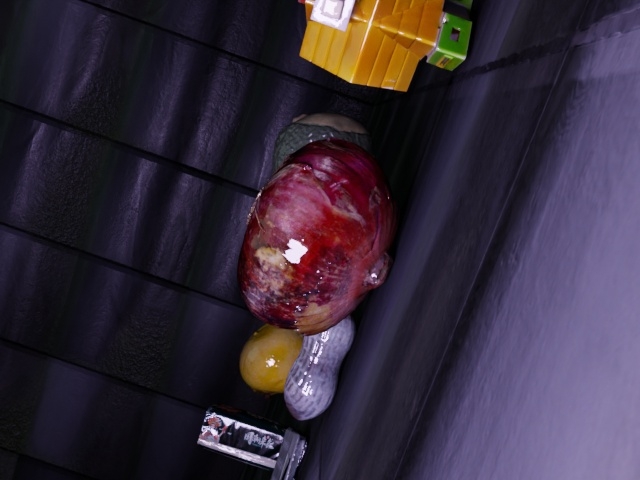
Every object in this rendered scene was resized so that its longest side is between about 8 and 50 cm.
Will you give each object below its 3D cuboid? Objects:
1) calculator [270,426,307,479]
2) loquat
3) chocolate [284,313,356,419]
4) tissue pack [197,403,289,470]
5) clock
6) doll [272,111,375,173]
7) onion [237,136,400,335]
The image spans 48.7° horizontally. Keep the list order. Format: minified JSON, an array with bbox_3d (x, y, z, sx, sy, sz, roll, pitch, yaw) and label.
[{"bbox_3d":[-0.062,0.392,1.168,0.262,0.021,0.161,116,173,-75],"label":"calculator"},{"bbox_3d":[-0.092,0.249,1.541,0.205,0.149,0.172,-59,-2,0],"label":"loquat"},{"bbox_3d":[-0.001,0.166,0.964,0.072,0.072,0.167,149,143,-87],"label":"chocolate"},{"bbox_3d":[-0.147,0.383,1.388,0.103,0.170,0.091,108,-179,-85],"label":"tissue pack"},{"bbox_3d":[0.079,-0.305,0.935,0.310,0.235,0.166,-75,4,-62],"label":"clock"},{"bbox_3d":[-0.002,-0.118,1.633,0.247,0.247,0.350,-128,42,-88],"label":"doll"},{"bbox_3d":[0.000,0.000,0.876,0.246,0.190,0.246,-57,-16,-27],"label":"onion"}]
